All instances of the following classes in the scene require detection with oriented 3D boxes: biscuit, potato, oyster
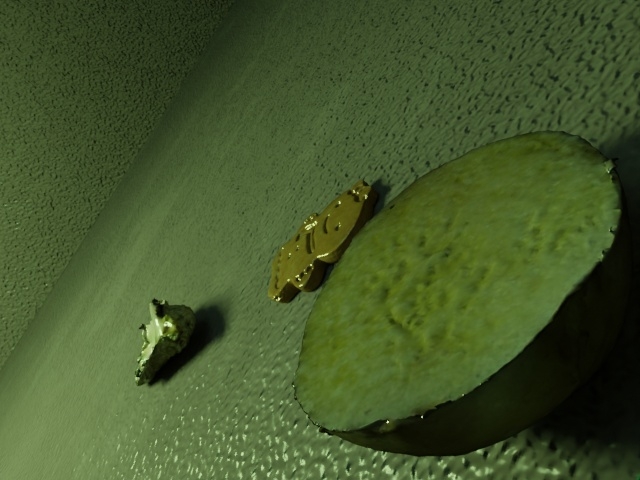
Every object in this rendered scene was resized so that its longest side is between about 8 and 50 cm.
[{"bbox_3d":[-0.004,0.004,0.848,0.184,0.027,0.133,-33,30,39],"label":"biscuit"},{"bbox_3d":[0.114,0.042,0.480,0.239,0.116,0.299,-30,22,32],"label":"potato"},{"bbox_3d":[-0.240,0.151,1.050,0.132,0.072,0.209,-92,24,-45],"label":"oyster"}]

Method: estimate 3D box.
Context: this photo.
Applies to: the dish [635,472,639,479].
[{"bbox_3d":[0.196,0.141,0.238,0.246,0.078,0.224,-37,29,32],"label":"dish"}]
